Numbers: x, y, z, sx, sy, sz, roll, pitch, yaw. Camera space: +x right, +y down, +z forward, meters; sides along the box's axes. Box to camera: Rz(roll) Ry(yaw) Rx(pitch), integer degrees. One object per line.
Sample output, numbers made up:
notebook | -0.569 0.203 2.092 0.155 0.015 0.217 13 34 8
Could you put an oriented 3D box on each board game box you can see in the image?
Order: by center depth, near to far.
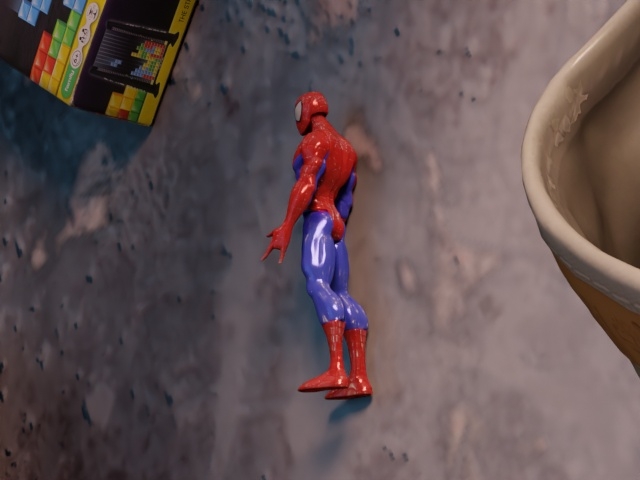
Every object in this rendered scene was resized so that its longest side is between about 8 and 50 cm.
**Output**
board game box | -0.099 -0.155 0.838 0.141 0.048 0.170 31 104 45

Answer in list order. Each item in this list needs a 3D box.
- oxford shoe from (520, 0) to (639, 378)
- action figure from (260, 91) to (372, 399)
oxford shoe | 0.194 -0.118 0.338 0.449 0.130 0.169 -52 27 23
action figure | 0.000 0.000 0.701 0.030 0.038 0.115 -9 74 29
